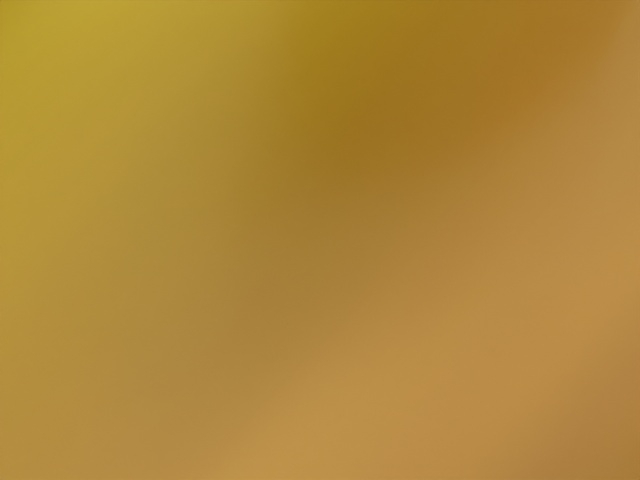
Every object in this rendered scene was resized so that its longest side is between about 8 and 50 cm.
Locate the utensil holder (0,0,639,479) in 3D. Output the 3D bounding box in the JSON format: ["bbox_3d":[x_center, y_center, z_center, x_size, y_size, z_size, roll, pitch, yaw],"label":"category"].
[{"bbox_3d":[0.000,0.000,0.664,0.327,0.327,0.385,39,-76,-10],"label":"utensil holder"}]
